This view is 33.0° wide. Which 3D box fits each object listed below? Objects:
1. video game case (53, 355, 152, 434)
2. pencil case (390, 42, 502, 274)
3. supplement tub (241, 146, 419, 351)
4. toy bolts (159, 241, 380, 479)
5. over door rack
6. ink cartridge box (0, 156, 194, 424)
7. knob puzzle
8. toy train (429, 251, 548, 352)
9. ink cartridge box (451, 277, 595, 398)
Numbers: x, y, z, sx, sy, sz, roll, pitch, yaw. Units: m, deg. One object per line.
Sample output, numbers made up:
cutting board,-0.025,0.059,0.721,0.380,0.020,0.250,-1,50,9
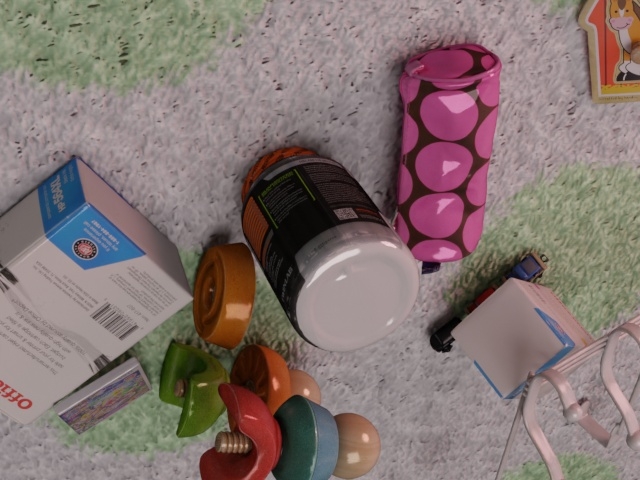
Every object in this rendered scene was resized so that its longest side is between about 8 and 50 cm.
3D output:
video game case,-0.207,0.151,1.041,0.087,0.011,0.122,-32,165,-12
pencil case,0.110,-0.078,1.004,0.098,0.095,0.209,0,123,-2
supplement tub,0.000,0.000,0.947,0.117,0.190,0.117,-11,125,-16
toy bolts,-0.034,0.131,1.016,0.158,0.228,0.218,8,113,-25
over door rack,0.293,0.199,1.157,0.239,0.108,0.324,-24,152,-26
ink cartridge box,-0.241,0.049,0.960,0.203,0.086,0.148,-36,129,8
knob puzzle,0.332,-0.204,0.978,0.213,0.030,0.213,7,134,7
toy train,0.180,0.066,1.164,0.158,0.027,0.036,-41,157,9
ink cartridge box,0.222,0.107,1.143,0.090,0.092,0.143,-45,154,17
